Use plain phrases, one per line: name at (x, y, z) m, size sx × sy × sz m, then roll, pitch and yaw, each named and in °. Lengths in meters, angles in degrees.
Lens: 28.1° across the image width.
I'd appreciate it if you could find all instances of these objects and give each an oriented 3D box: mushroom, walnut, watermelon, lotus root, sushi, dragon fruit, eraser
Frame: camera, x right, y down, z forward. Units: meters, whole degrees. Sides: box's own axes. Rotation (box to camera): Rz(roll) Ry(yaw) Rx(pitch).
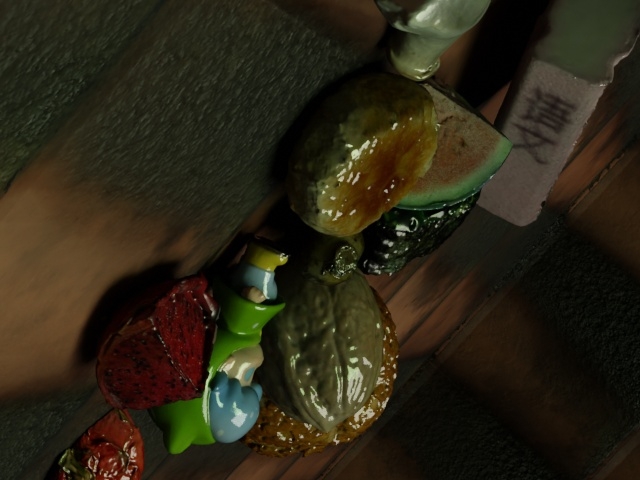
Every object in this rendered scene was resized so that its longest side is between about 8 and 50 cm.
mushroom at (0.112, -0.229, 1.248) m, size 0.118 × 0.103 × 0.270 m, roll -42°, pitch 170°, yaw 1°
walnut at (-0.006, 0.124, 1.594) m, size 0.178 × 0.230 × 0.178 m, roll -8°, pitch 171°, yaw -1°
watermelon at (0.130, -0.094, 1.564) m, size 0.231 × 0.146 × 0.128 m, roll -42°, pitch 166°, yaw -17°
lotus root at (0.000, 0.000, 1.508) m, size 0.089 × 0.081 × 0.179 m, roll -61°, pitch -158°, yaw 10°
sushi at (0.114, -0.049, 1.689) m, size 0.225 × 0.124 × 0.127 m, roll -24°, pitch 154°, yaw -44°
dragon fruit at (-0.185, 0.092, 1.352) m, size 0.127 × 0.120 × 0.161 m, roll -9°, pitch 140°, yaw 13°
eraser at (0.321, -0.217, 1.700) m, size 0.272 × 0.122 × 0.359 m, roll -62°, pitch 174°, yaw -27°
dragon fruit at (-0.282, 0.296, 1.606) m, size 0.106 × 0.083 × 0.162 m, roll -26°, pitch 158°, yaw -47°

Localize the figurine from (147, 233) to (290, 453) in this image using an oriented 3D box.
figurine at (-0.116, 0.120, 1.490) m, size 0.263 × 0.143 × 0.162 m, roll -65°, pitch -169°, yaw 6°

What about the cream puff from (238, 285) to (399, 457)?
cream puff at (-0.012, 0.189, 1.810) m, size 0.303 × 0.212 × 0.303 m, roll -37°, pitch 162°, yaw -14°

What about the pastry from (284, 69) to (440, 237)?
pastry at (0.043, -0.098, 1.400) m, size 0.192 × 0.093 × 0.182 m, roll -34°, pitch 152°, yaw -31°
